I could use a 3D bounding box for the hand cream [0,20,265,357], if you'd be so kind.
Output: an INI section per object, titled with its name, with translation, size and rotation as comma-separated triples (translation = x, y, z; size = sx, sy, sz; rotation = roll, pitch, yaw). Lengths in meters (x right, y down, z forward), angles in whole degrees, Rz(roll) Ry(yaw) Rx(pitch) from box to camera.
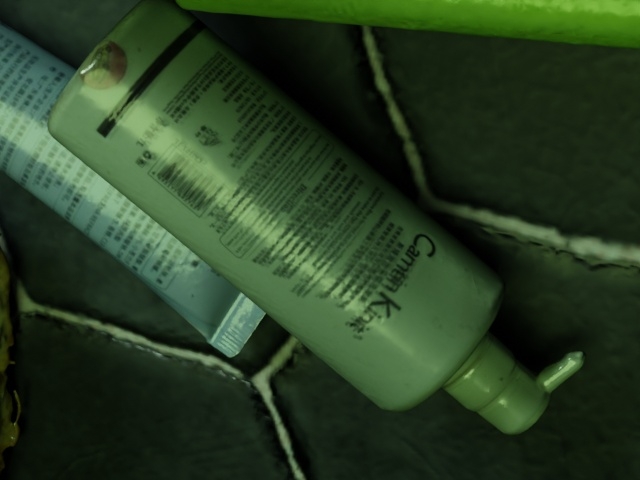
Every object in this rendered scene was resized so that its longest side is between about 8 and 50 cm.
[hand cream]
translation = -0.132, -0.050, 0.645
size = 0.271, 0.058, 0.091
rotation = 34, 104, 2

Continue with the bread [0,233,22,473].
[bread]
translation = -0.260, 0.083, 0.696
size = 0.140, 0.143, 0.229
rotation = 15, 113, 15

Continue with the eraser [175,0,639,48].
[eraser]
translation = 0.074, -0.184, 0.487
size = 0.274, 0.092, 0.210
rotation = 10, 115, 19

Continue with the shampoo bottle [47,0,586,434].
[shampoo bottle]
translation = 0.000, 0.000, 0.582
size = 0.262, 0.085, 0.085
rotation = 40, 120, -6
